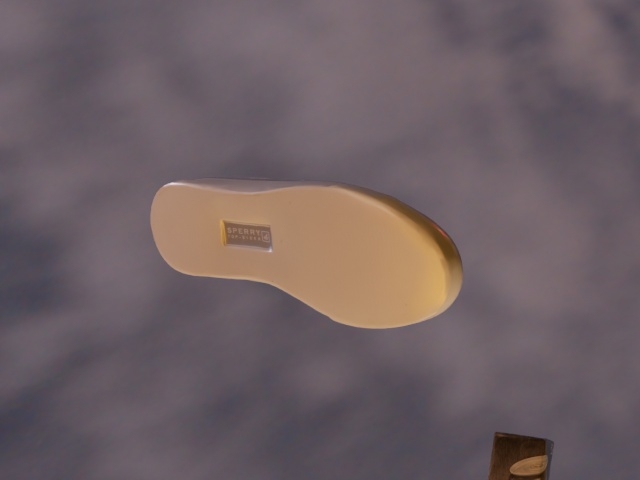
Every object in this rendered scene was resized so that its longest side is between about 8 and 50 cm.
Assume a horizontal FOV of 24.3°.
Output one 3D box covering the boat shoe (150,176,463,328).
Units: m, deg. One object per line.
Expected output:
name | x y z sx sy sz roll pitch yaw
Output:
boat shoe | 0.000 0.000 0.715 0.063 0.184 0.066 -17 -75 -46

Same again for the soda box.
soda box | 0.204 0.290 1.568 0.053 0.060 0.168 26 -109 -68
